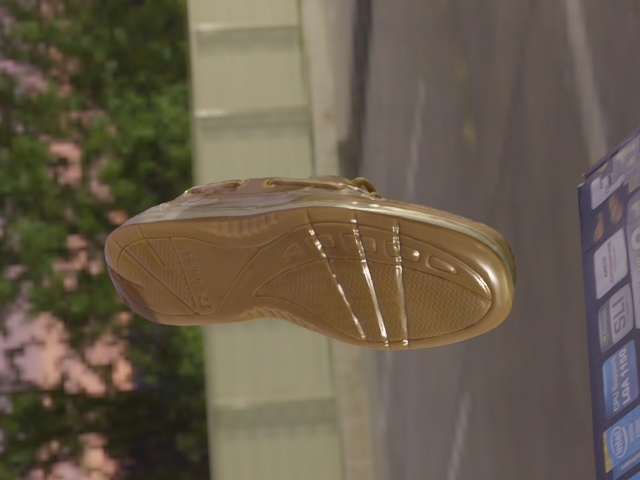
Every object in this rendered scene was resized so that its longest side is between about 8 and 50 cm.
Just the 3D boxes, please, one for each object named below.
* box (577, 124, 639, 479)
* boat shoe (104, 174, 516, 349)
[{"bbox_3d":[0.246,0.050,0.720,0.318,0.097,0.395,-46,30,44],"label":"box"},{"bbox_3d":[0.000,0.000,0.662,0.059,0.170,0.063,-49,-44,-49],"label":"boat shoe"}]
